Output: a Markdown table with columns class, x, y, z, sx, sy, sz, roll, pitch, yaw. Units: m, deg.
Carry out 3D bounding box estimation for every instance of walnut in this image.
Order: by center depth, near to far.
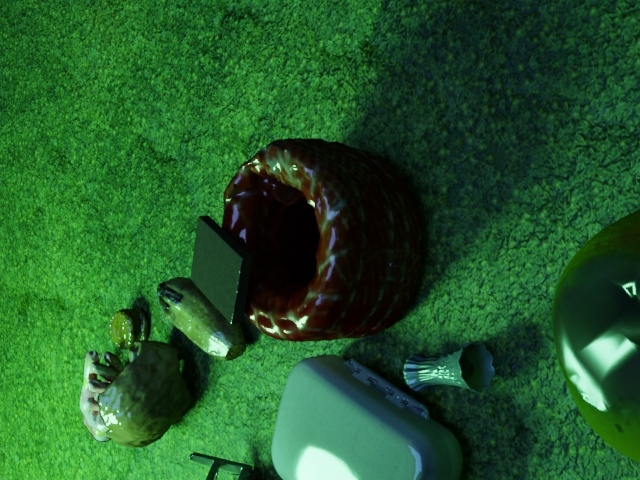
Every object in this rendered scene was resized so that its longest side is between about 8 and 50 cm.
| class | x | y | z | sx | sy | sz | roll | pitch | yaw |
| --- | --- | --- | --- | --- | --- | --- | --- | --- | --- |
| walnut | -0.370 | 0.339 | 2.098 | 0.141 | 0.204 | 0.238 | 2 | 92 | 34 |

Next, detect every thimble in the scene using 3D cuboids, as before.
| class | x | y | z | sx | sy | sz | roll | pitch | yaw |
| --- | --- | --- | --- | --- | --- | --- | --- | --- | --- |
| thimble | 0.000 | 0.000 | 1.654 | 0.350 | 0.231 | 0.350 | 2 | 92 | 47 |

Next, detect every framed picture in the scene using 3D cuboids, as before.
| class | x | y | z | sx | sy | sz | roll | pitch | yaw |
| --- | --- | --- | --- | --- | --- | --- | --- | --- | --- |
| framed picture | -0.173 | 0.048 | 1.670 | 0.168 | 0.023 | 0.127 | 40 | 127 | 47 |

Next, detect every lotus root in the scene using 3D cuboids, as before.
| class | x | y | z | sx | sy | sz | roll | pitch | yaw |
| --- | --- | --- | --- | --- | --- | --- | --- | --- | --- |
| lotus root | -0.246 | 0.164 | 2.029 | 0.258 | 0.097 | 0.110 | 39 | 125 | 32 |

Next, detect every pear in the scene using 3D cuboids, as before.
| class | x | y | z | sx | sy | sz | roll | pitch | yaw |
| --- | --- | --- | --- | --- | --- | --- | --- | --- | --- |
| pear | 0.442 | 0.122 | 1.209 | 0.399 | 0.165 | 0.398 | 0 | 91 | 48 |

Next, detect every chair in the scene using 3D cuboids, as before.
| class | x | y | z | sx | sy | sz | roll | pitch | yaw |
| --- | --- | --- | --- | --- | --- | --- | --- | --- | --- |
| chair | -0.153 | 0.536 | 1.920 | 0.271 | 0.147 | 0.136 | 12 | 105 | 3 |

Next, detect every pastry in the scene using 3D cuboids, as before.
| class | x | y | z | sx | sy | sz | roll | pitch | yaw |
| --- | --- | --- | --- | --- | --- | --- | --- | --- | --- |
| pastry | -0.453 | 0.208 | 2.283 | 0.109 | 0.057 | 0.097 | -32 | 68 | 44 |

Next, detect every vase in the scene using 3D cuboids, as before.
| class | x | y | z | sx | sy | sz | roll | pitch | yaw |
| --- | --- | --- | --- | --- | --- | --- | --- | --- | --- |
| vase | 0.200 | 0.207 | 1.550 | 0.149 | 0.081 | 0.081 | -15 | 79 | 51 |

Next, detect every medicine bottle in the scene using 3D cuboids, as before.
| class | x | y | z | sx | sy | sz | roll | pitch | yaw |
| --- | --- | --- | --- | --- | --- | --- | --- | --- | --- |
| medicine bottle | 0.067 | 0.369 | 1.658 | 0.375 | 0.123 | 0.282 | 28 | 112 | 43 |

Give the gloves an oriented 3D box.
| class | x | y | z | sx | sy | sz | roll | pitch | yaw |
| --- | --- | --- | --- | --- | --- | --- | --- | --- | --- |
| gloves | -0.508 | 0.360 | 2.304 | 0.145 | 0.126 | 0.241 | -107 | 35 | -53 |
